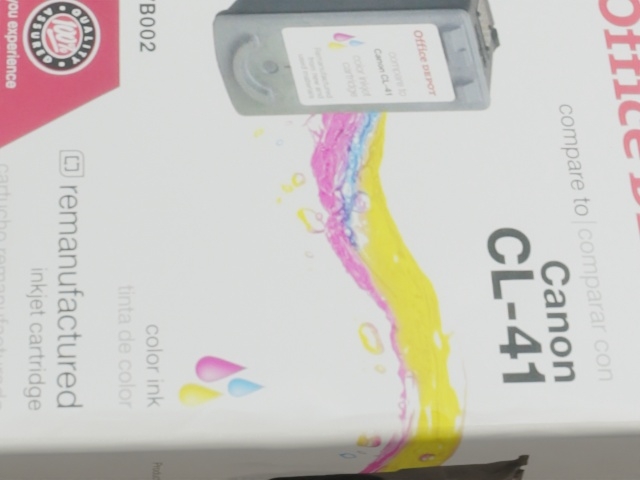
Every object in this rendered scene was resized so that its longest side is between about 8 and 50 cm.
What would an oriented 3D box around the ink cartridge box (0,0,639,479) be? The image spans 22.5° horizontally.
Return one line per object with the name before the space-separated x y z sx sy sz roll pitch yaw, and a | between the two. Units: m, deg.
ink cartridge box | 0.000 0.000 0.660 0.306 0.226 0.131 -1 -27 -6
